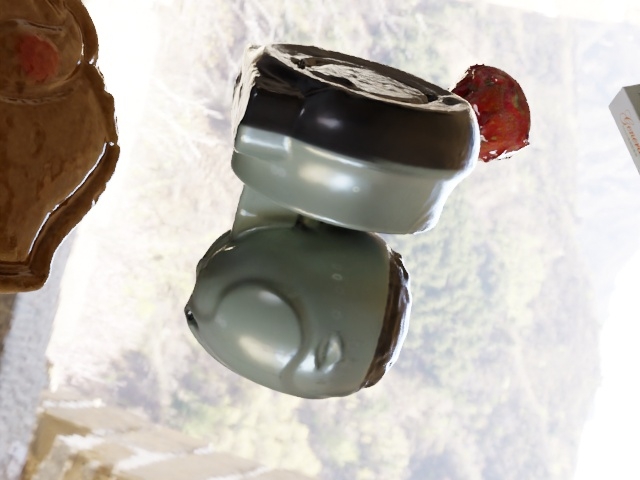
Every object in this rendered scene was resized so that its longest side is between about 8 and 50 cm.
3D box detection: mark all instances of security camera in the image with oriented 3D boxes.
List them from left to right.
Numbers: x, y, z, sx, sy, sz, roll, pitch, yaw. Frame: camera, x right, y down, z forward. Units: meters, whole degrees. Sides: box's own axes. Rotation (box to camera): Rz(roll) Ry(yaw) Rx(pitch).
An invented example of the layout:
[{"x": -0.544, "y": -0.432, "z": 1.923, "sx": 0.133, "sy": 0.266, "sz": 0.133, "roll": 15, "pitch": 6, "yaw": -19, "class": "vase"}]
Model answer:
[{"x": 0.000, "y": 0.000, "z": 0.757, "sx": 0.197, "sy": 0.191, "sz": 0.277, "roll": -108, "pitch": -147, "yaw": -67, "class": "security camera"}]

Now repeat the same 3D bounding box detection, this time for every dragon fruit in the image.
[{"x": 0.221, "y": -0.168, "z": 1.375, "sx": 0.111, "sy": 0.153, "sz": 0.153, "roll": -32, "pitch": 138, "yaw": -35, "class": "dragon fruit"}]

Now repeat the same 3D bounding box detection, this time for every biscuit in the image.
[{"x": -0.336, "y": -0.167, "z": 0.830, "sx": 0.349, "sy": 0.078, "sz": 0.455, "roll": -23, "pitch": 100, "yaw": -47, "class": "biscuit"}]

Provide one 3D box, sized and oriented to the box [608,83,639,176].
[{"x": 0.385, "y": -0.118, "z": 0.962, "sx": 0.048, "sy": 0.152, "sz": 0.100, "roll": 105, "pitch": -30, "yaw": -67, "class": "box"}]
